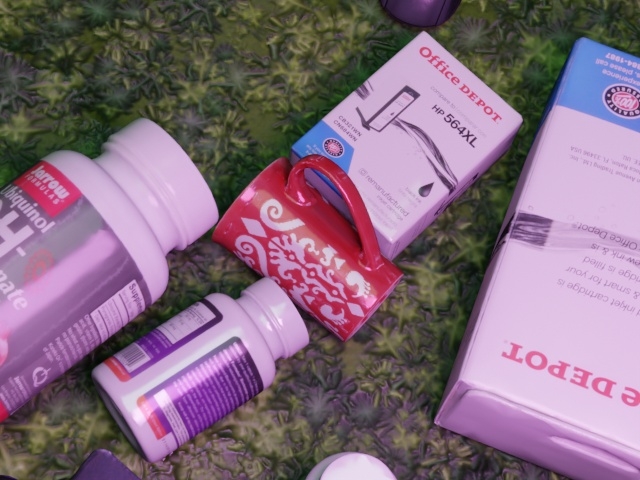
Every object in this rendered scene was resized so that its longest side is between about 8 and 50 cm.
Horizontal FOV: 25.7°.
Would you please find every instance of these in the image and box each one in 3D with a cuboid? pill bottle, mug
[{"bbox_3d":[-0.257,0.026,1.332,0.318,0.176,0.176,-39,77,-18],"label":"pill bottle"},{"bbox_3d":[0.024,0.245,1.278,0.094,0.169,0.094,2,68,-5],"label":"pill bottle"},{"bbox_3d":[-0.112,0.118,1.347,0.193,0.108,0.108,-32,75,-16],"label":"pill bottle"},{"bbox_3d":[-0.007,0.007,1.384,0.169,0.150,0.113,42,69,6],"label":"mug"}]

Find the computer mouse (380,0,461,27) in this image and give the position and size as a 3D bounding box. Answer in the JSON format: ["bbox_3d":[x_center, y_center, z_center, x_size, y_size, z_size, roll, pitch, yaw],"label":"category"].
[{"bbox_3d":[0.108,-0.375,1.584,0.184,0.060,0.262,25,68,3],"label":"computer mouse"}]

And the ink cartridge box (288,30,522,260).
[{"bbox_3d":[0.086,-0.097,1.461,0.148,0.086,0.203,43,72,11],"label":"ink cartridge box"}]

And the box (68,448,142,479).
[{"bbox_3d":[-0.129,0.494,0.932,0.480,0.297,0.472,36,63,17],"label":"box"}]

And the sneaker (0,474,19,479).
[{"bbox_3d":[-0.224,0.316,1.239,0.293,0.146,0.102,41,71,10],"label":"sneaker"}]

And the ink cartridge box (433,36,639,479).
[{"bbox_3d":[0.312,0.041,1.387,0.285,0.166,0.395,21,68,3],"label":"ink cartridge box"}]
